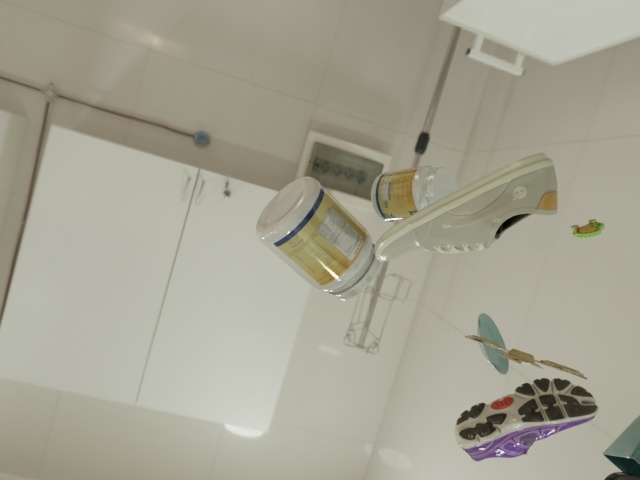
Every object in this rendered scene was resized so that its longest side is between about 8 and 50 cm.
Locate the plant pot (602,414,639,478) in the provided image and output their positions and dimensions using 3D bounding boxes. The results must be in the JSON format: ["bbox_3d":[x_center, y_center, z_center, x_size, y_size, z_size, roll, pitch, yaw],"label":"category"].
[{"bbox_3d":[0.780,0.438,1.127,0.165,0.234,0.166,41,171,18],"label":"plant pot"}]

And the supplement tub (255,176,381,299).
[{"bbox_3d":[0.000,0.000,1.466,0.316,0.228,0.228,43,173,-24],"label":"supplement tub"}]

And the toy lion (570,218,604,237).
[{"bbox_3d":[0.840,-0.033,1.628,0.100,0.034,0.096,-18,-168,-6],"label":"toy lion"}]

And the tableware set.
[{"bbox_3d":[0.325,0.188,0.840,0.169,0.020,0.141,20,176,-20],"label":"tableware set"}]

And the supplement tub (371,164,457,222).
[{"bbox_3d":[0.254,-0.125,1.419,0.200,0.144,0.144,-4,169,45],"label":"supplement tub"}]

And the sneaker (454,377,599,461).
[{"bbox_3d":[0.251,0.224,0.640,0.170,0.071,0.068,-24,-154,18],"label":"sneaker"}]

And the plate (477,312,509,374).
[{"bbox_3d":[0.505,0.307,1.547,0.024,0.188,0.188,-27,157,32],"label":"plate"}]

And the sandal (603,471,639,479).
[{"bbox_3d":[0.633,0.673,0.978,0.167,0.446,0.107,-4,171,-8],"label":"sandal"}]

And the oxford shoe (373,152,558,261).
[{"bbox_3d":[0.290,-0.027,1.098,0.169,0.130,0.449,-14,168,-48],"label":"oxford shoe"}]
